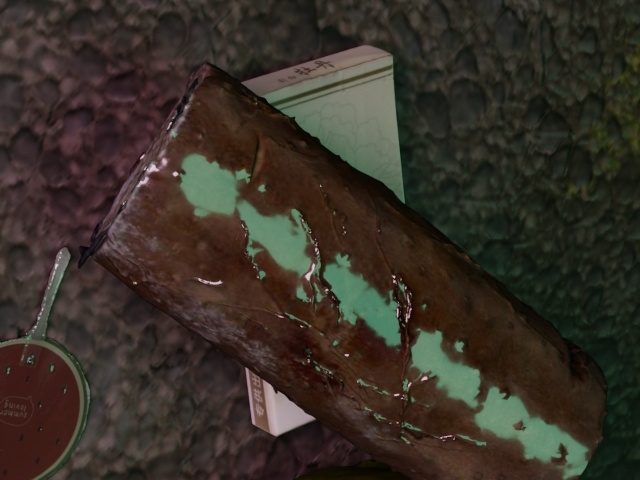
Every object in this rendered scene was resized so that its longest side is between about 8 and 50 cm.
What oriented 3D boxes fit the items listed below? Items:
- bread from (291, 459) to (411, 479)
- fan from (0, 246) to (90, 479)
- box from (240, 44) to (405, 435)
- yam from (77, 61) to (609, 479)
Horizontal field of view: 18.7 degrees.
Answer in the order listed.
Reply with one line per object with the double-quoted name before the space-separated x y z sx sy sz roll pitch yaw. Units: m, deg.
"bread" 0.049 0.314 1.082 0.366 0.129 0.382 -44 118 -42
"fan" -0.149 0.067 0.991 0.085 0.005 0.133 13 95 -39
"box" 0.000 0.000 1.076 0.109 0.029 0.198 -20 115 -33
"yam" 0.014 0.031 0.980 0.279 0.131 0.131 36 78 -17
